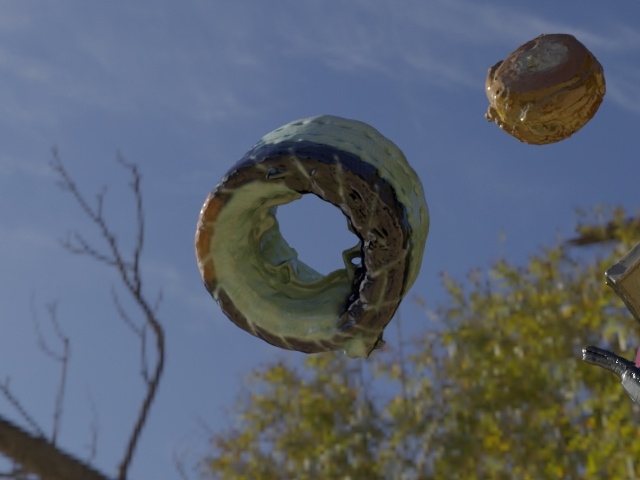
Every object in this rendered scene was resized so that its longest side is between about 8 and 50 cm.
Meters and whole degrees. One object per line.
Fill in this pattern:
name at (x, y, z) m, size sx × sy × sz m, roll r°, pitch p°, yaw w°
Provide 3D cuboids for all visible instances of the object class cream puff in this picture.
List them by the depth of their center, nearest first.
cream puff at (0.260, -0.167, 1.734) m, size 0.144 × 0.126 × 0.103 m, roll -41°, pitch -46°, yaw -21°

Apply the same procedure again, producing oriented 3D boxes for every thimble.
thimble at (0.000, 0.000, 1.537) m, size 0.237 × 0.150 × 0.237 m, roll 7°, pitch -67°, yaw 17°

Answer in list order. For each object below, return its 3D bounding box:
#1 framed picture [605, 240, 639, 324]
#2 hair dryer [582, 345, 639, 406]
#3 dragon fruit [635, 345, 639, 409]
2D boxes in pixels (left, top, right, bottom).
framed picture at (0.173, 0.014, 0.554) m, size 0.109 × 0.011 × 0.149 m, roll -44°, pitch -49°, yaw 1°
hair dryer at (0.261, 0.164, 1.154) m, size 0.075 × 0.219 × 0.195 m, roll 2°, pitch -53°, yaw -38°
dragon fruit at (0.387, 0.165, 1.548) m, size 0.125 × 0.125 × 0.246 m, roll -16°, pitch -49°, yaw 4°
